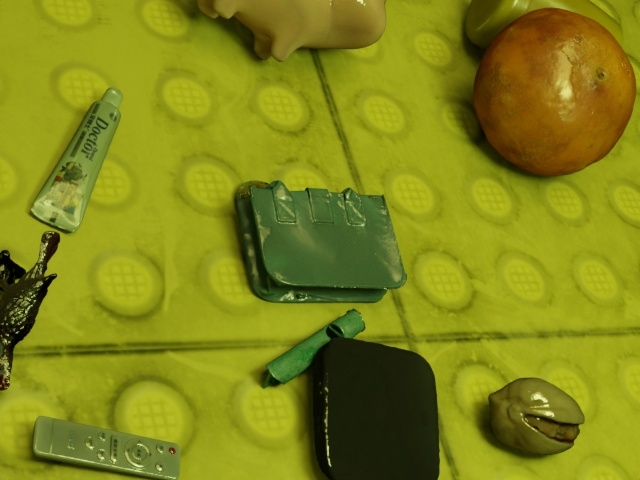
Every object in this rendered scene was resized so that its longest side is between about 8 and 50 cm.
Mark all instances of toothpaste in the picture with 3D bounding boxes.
[{"bbox_3d":[-0.321,-0.118,1.613,0.067,0.037,0.255,26,52,-12],"label":"toothpaste"}]

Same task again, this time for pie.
[{"bbox_3d":[-0.085,-0.056,1.716,0.084,0.021,0.084,17,51,-21],"label":"pie"}]

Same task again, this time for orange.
[{"bbox_3d":[0.400,-0.250,1.993,0.283,0.226,0.284,3,83,-25],"label":"orange"}]

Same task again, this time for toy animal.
[{"bbox_3d":[-0.370,0.085,1.411,0.105,0.070,0.202,-6,59,17],"label":"toy animal"},{"bbox_3d":[-0.035,-0.413,1.873,0.326,0.269,0.237,32,-1,-37],"label":"toy animal"}]

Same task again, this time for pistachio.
[{"bbox_3d":[0.309,0.253,1.677,0.149,0.113,0.113,28,46,-31],"label":"pistachio"}]

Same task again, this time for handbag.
[{"bbox_3d":[0.000,0.000,1.686,0.229,0.062,0.179,2,63,-30],"label":"handbag"}]

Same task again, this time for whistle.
[{"bbox_3d":[-0.011,0.148,1.600,0.186,0.039,0.039,-29,75,-41],"label":"whistle"}]

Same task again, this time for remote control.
[{"bbox_3d":[-0.252,0.249,1.391,0.184,0.027,0.050,17,52,-26],"label":"remote control"}]

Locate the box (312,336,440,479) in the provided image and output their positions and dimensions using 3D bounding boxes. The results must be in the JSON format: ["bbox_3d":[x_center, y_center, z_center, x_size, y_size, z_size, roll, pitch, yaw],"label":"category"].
[{"bbox_3d":[0.077,0.236,1.574,0.201,0.042,0.213,16,55,-30],"label":"box"}]

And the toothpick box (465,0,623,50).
[{"bbox_3d":[0.420,-0.389,2.163,0.271,0.175,0.175,24,48,-18],"label":"toothpick box"}]
